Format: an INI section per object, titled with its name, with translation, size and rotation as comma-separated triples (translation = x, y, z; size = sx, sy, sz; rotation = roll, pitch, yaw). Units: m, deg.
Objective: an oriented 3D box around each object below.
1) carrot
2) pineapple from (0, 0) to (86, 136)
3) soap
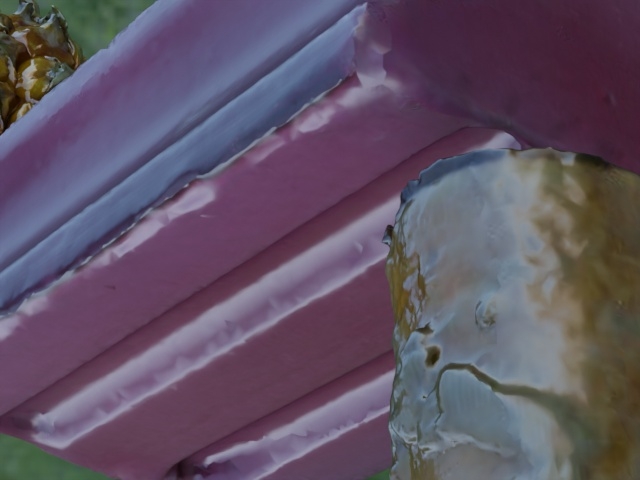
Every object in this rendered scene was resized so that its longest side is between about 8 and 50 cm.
[carrot]
translation = 0.068, 0.090, 0.492
size = 0.102, 0.102, 0.263
rotation = 104, 168, -49
[pineapple]
translation = -0.301, -0.123, 1.294
size = 0.286, 0.344, 0.209
rotation = 18, -94, -63
[soap]
translation = 0.000, 0.000, 0.783
size = 0.359, 0.233, 0.128
rotation = -31, 45, 44
